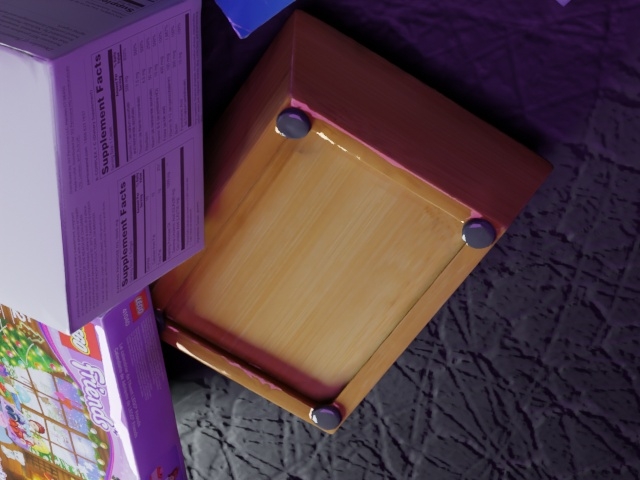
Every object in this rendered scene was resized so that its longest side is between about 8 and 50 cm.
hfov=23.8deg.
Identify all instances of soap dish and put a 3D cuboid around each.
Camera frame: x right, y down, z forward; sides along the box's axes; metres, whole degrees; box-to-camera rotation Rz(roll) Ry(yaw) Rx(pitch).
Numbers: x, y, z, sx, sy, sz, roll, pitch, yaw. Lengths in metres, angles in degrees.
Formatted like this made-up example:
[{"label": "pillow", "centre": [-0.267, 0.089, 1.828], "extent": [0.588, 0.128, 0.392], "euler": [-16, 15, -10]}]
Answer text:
[{"label": "soap dish", "centre": [0.000, 0.000, 1.161], "extent": [0.229, 0.118, 0.291], "euler": [31, 121, -11]}]

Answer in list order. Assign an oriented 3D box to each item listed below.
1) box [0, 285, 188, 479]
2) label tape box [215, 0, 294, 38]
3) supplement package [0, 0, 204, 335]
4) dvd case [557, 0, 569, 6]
[{"label": "box", "centre": [-0.211, 0.117, 1.220], "extent": [0.201, 0.057, 0.293], "euler": [20, 137, 27]}, {"label": "label tape box", "centre": [-0.038, -0.315, 0.928], "extent": [0.249, 0.115, 0.347], "euler": [-34, 115, 4]}, {"label": "supplement package", "centre": [-0.226, -0.089, 1.061], "extent": [0.262, 0.145, 0.204], "euler": [22, 126, 30]}, {"label": "dvd case", "centre": [0.181, -0.231, 1.056], "extent": [0.087, 0.013, 0.119], "euler": [40, 117, -16]}]
